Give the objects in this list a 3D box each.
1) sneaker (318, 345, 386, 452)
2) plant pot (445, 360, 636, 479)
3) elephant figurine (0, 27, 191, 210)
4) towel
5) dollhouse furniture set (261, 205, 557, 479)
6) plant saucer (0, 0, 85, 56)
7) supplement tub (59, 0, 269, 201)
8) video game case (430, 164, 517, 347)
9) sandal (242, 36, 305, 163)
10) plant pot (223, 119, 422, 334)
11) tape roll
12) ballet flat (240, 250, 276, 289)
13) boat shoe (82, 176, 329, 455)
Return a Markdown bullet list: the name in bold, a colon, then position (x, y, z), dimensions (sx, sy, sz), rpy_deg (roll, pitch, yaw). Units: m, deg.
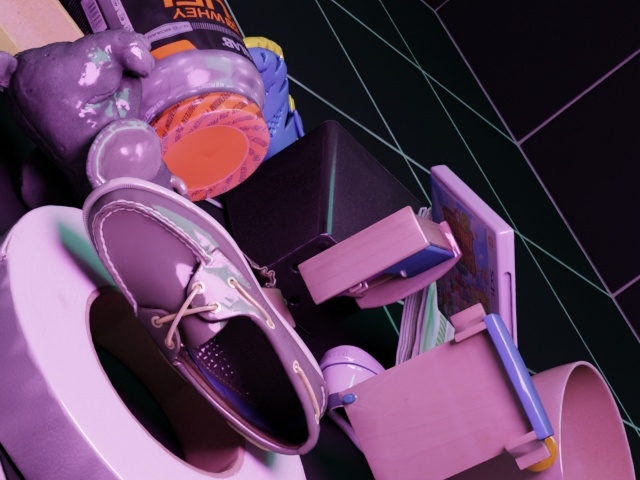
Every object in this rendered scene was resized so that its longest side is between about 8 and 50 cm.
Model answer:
- **sneaker**: position (0.083, 0.228, 1.896), dimensions (0.258, 0.094, 0.091), rpy_deg (38, 42, -31)
- **plant pot**: position (0.234, 0.294, 1.830), dimensions (0.284, 0.190, 0.284), rpy_deg (38, 46, -54)
- **elephant figurine**: position (-0.209, -0.077, 1.565), dimensions (0.169, 0.186, 0.239), rpy_deg (163, -87, -84)
- **towel**: position (0.167, 0.125, 2.079), dimensions (0.325, 0.038, 0.248), rpy_deg (56, 40, -58)
- **dollhouse furniture set**: position (0.083, 0.157, 1.736), dimensions (0.303, 0.286, 0.198), rpy_deg (64, 13, 12)
- **plant saucer**: position (-0.413, -0.289, 1.633), dimensions (0.333, 0.081, 0.333), rpy_deg (53, 18, 2)
- **supplement tub**: position (-0.185, -0.210, 1.872), dimensions (0.193, 0.193, 0.316), rpy_deg (28, 29, -53)
- **video game case**: position (0.176, 0.037, 1.846), dimensions (0.212, 0.023, 0.193), rpy_deg (-127, -151, -62)
- **sandal**: position (-0.079, -0.161, 2.100), dimensions (0.317, 0.126, 0.138), rpy_deg (51, 19, -68)
- **plant pot**: position (0.000, 0.000, 1.974), dimensions (0.188, 0.187, 0.167), rpy_deg (43, 31, -29)
- **tape roll**: position (-0.161, 0.141, 1.430), dimensions (0.392, 0.072, 0.392), rpy_deg (45, 19, -20)
- **ballet flat**: position (-0.118, 0.018, 1.752), dimensions (0.250, 0.058, 0.084), rpy_deg (42, 46, -52)
- **boat shoe**: position (-0.098, 0.071, 1.429), dimensions (0.305, 0.109, 0.091), rpy_deg (50, 12, -21)
